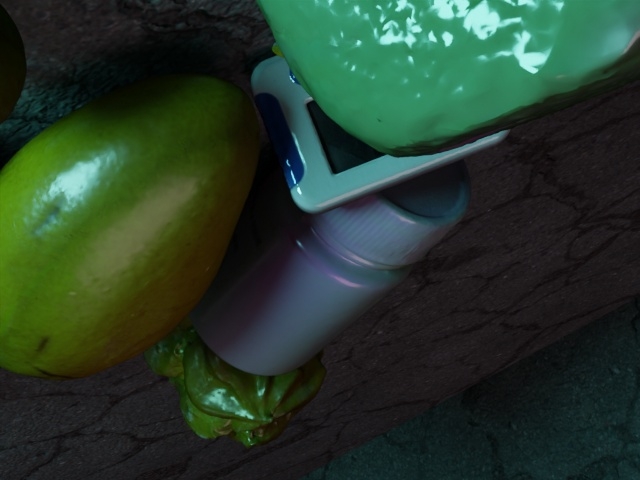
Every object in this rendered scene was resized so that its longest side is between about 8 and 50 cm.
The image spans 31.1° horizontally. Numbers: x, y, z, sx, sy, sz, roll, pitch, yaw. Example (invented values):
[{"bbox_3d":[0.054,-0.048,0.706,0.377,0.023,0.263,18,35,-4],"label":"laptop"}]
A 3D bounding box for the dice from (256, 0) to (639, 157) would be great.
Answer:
[{"bbox_3d":[0.146,-0.253,0.779,0.318,0.322,0.330,-20,180,41],"label":"dice"}]

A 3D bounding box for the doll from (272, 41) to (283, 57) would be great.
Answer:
[{"bbox_3d":[0.097,-0.204,1.153,0.316,0.103,0.145,9,174,-5],"label":"doll"}]

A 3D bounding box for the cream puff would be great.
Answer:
[{"bbox_3d":[-0.110,0.195,1.783,0.291,0.257,0.324,-1,151,-34],"label":"cream puff"}]

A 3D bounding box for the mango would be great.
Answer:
[{"bbox_3d":[-0.221,-0.010,1.247,0.445,0.220,0.301,-39,150,30],"label":"mango"}]

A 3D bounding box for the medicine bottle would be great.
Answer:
[{"bbox_3d":[0.000,0.000,1.473,0.219,0.219,0.388,-3,151,-38],"label":"medicine bottle"}]

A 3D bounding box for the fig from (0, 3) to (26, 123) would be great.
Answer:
[{"bbox_3d":[-0.324,-0.140,0.954,0.142,0.148,0.186,-4,151,-27],"label":"fig"}]

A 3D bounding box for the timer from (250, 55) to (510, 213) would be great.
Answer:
[{"bbox_3d":[0.065,-0.146,1.251,0.253,0.178,0.078,-20,175,-2],"label":"timer"}]
